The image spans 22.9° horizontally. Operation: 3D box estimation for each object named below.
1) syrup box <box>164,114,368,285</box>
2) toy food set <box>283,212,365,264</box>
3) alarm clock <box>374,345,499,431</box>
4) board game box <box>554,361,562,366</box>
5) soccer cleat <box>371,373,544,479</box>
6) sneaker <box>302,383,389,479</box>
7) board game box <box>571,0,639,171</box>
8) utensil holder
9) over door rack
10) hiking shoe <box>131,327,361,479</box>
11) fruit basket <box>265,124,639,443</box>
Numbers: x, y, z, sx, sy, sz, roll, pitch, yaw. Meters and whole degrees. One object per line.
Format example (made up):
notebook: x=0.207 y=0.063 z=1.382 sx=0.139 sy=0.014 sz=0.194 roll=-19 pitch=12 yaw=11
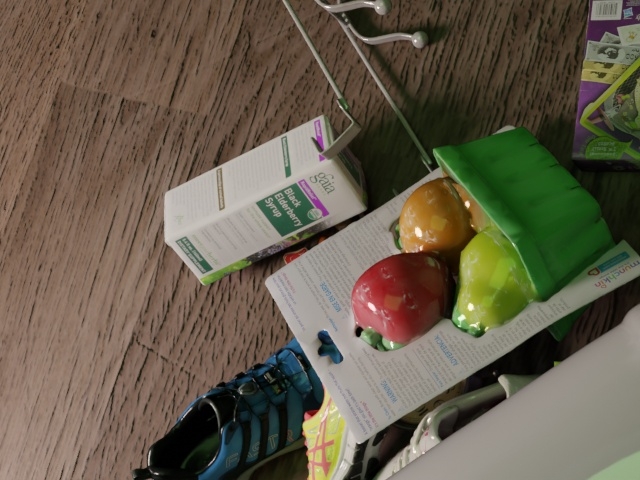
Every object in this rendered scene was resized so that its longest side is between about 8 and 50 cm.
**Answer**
syrup box: x=-0.068 y=-0.049 z=1.934 sx=0.237 sy=0.093 sz=0.096 roll=-24 pitch=40 yaw=16
toy food set: x=0.000 y=0.000 z=1.944 sx=0.122 sy=0.019 sz=0.078 roll=-26 pitch=64 yaw=15
alarm clock: x=0.105 y=0.168 z=1.815 sx=0.192 sy=0.064 sz=0.129 roll=-37 pitch=67 yaw=12
board game box: x=0.357 y=0.303 z=1.649 sx=0.233 sy=0.078 sz=0.347 roll=-2 pitch=72 yaw=24
soccer cleat: x=0.129 y=0.233 z=1.694 sx=0.331 sy=0.143 sz=0.116 roll=-39 pitch=50 yaw=32
sneaker: x=0.016 y=0.236 z=1.801 sx=0.094 sy=0.081 sz=0.208 roll=34 pitch=117 yaw=30
board game box: x=0.465 y=-0.179 z=1.777 sx=0.347 sy=0.056 sz=0.208 roll=3 pitch=70 yaw=25
utensil holder: x=0.236 y=0.289 z=1.460 sx=0.385 sy=0.327 sz=0.327 roll=-33 pitch=63 yaw=6
over door rack: x=0.050 y=-0.222 z=1.872 sx=0.108 sy=0.239 sz=0.324 roll=-27 pitch=64 yaw=21
hiking shoe: x=-0.073 y=0.202 z=1.847 sx=0.304 sy=0.132 sz=0.113 roll=-45 pitch=61 yaw=5
fruit basket: x=0.140 y=0.044 z=1.744 sx=0.353 sy=0.165 sz=0.327 roll=-36 pitch=37 yaw=1
